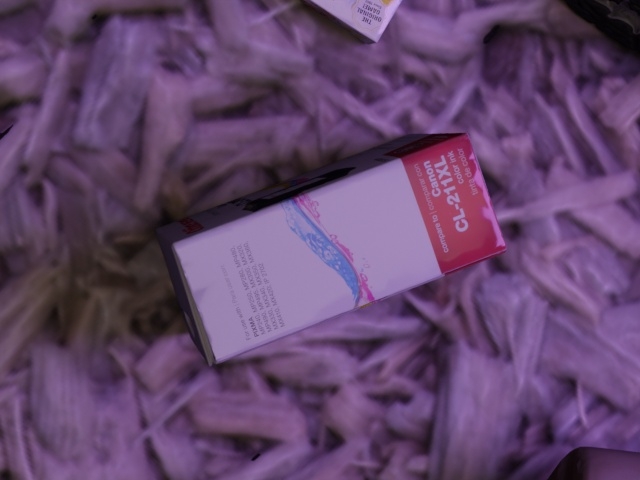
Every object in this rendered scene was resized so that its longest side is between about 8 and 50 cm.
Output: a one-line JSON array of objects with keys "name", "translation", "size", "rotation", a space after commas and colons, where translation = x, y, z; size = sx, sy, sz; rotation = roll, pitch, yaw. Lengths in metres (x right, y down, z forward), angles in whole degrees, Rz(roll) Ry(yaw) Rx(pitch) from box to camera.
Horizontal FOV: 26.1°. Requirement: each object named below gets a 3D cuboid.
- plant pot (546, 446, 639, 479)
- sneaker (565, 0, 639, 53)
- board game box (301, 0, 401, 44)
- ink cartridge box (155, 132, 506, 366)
[{"name": "plant pot", "translation": [0.242, 0.264, 0.801], "size": [0.280, 0.323, 0.323], "rotation": [23, 91, 3]}, {"name": "sneaker", "translation": [0.291, -0.138, 0.851], "size": [0.283, 0.110, 0.122], "rotation": [33, 85, -13]}, {"name": "board game box", "translation": [-0.006, -0.202, 0.823], "size": [0.154, 0.026, 0.103], "rotation": [30, 89, -13]}, {"name": "ink cartridge box", "translation": [0.000, 0.000, 0.792], "size": [0.175, 0.127, 0.072], "rotation": [-21, 98, -9]}]
